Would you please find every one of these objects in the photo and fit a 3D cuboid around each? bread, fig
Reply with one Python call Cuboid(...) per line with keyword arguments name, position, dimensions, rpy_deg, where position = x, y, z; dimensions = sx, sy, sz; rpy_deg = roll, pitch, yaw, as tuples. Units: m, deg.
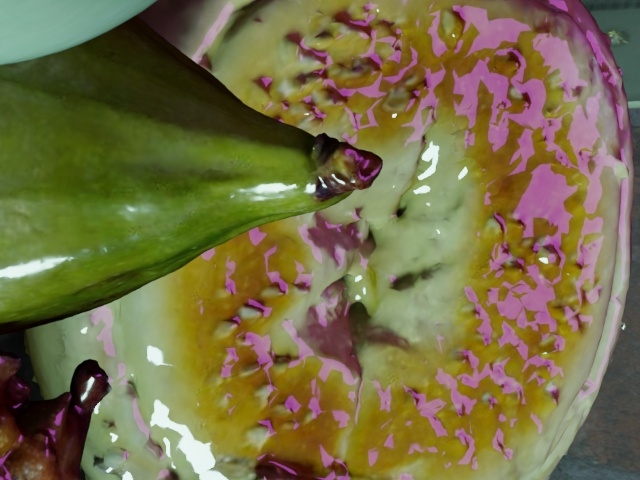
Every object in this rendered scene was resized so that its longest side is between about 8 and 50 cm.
Cuboid(name="bread", position=(0.000, 0.000, 0.664), dimensions=(0.305, 0.158, 0.306), rpy_deg=(-8, 107, -28))
Cuboid(name="fig", position=(-0.078, -0.040, 0.479), dimensions=(0.133, 0.184, 0.127), rpy_deg=(30, 40, -65))

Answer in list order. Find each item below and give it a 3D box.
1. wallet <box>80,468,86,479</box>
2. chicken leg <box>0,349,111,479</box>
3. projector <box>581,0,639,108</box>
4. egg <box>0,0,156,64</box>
Cuboid(name="wallet", position=(-0.110, 0.129, 0.703), dimensions=(0.230, 0.042, 0.124), rpy_deg=(-54, 144, -62))
Cuboid(name="chicken leg", position=(-0.132, 0.128, 0.489), dimensions=(0.177, 0.083, 0.323), rpy_deg=(-36, 140, -29))
Cuboid(name="projector", position=(0.188, -0.236, 1.034), dimensions=(0.248, 0.249, 0.249), rpy_deg=(81, 7, -60))
Cuboid(name="egg", position=(-0.098, -0.125, 0.355), dimensions=(0.231, 0.168, 0.168), rpy_deg=(-19, 118, -69))
